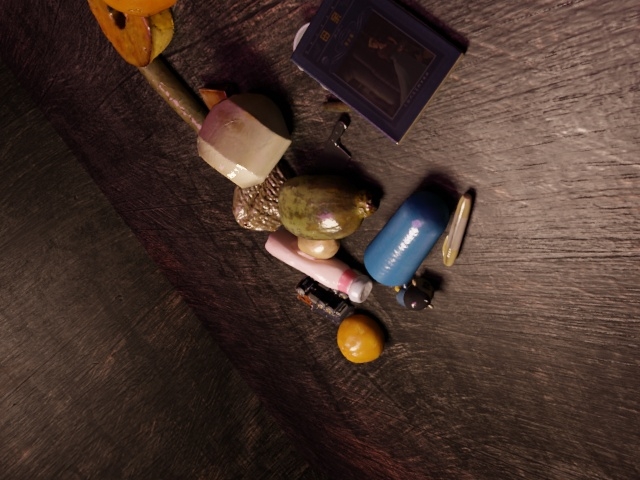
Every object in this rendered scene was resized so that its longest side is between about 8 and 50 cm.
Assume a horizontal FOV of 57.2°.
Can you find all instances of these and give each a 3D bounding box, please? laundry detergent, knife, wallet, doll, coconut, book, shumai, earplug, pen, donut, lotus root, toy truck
[{"bbox_3d":[-0.002,0.071,1.715,0.335,0.159,0.088,29,104,29],"label":"laundry detergent"},{"bbox_3d":[0.040,-0.211,1.402,0.072,0.019,0.245,41,155,5],"label":"knife"},{"bbox_3d":[-0.247,-0.342,1.623,0.161,0.042,0.196,20,144,51],"label":"wallet"},{"bbox_3d":[0.243,0.137,1.500,0.102,0.088,0.179,53,176,-9],"label":"doll"},{"bbox_3d":[-0.187,-0.260,1.463,0.241,0.241,0.241,35,151,23],"label":"coconut"},{"bbox_3d":[0.092,-0.326,1.040,0.269,0.025,0.191,41,114,12],"label":"book"},{"bbox_3d":[-0.168,-0.128,1.656,0.166,0.206,0.175,19,178,-16],"label":"shumai"},{"bbox_3d":[0.200,-0.012,1.316,0.132,0.132,0.273,43,149,10],"label":"earplug"},{"bbox_3d":[0.293,-0.022,1.266,0.234,0.032,0.040,90,155,-51],"label":"pen"},{"bbox_3d":[-0.503,-0.614,1.560,0.303,0.110,0.303,37,151,25],"label":"donut"},{"bbox_3d":[0.010,-0.090,1.469,0.309,0.173,0.173,0,127,46],"label":"lotus root"},{"bbox_3d":[0.011,0.191,1.901,0.192,0.083,0.092,30,153,29],"label":"toy truck"}]

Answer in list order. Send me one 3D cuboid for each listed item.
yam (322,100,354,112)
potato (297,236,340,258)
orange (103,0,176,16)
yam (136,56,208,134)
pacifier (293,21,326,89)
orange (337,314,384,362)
[{"bbox_3d":[0.087,-0.282,1.229,0.234,0.029,0.027,14,165,45],"label":"yam"},{"bbox_3d":[-0.001,-0.002,1.644,0.147,0.112,0.112,22,144,55],"label":"potato"},{"bbox_3d":[-0.397,-0.607,1.259,0.246,0.246,0.246,35,151,23],"label":"orange"},{"bbox_3d":[-0.430,-0.437,1.724,0.371,0.083,0.083,48,153,-1],"label":"yam"},{"bbox_3d":[-0.001,-0.364,1.153,0.150,0.116,0.127,49,129,6],"label":"pacifier"},{"bbox_3d":[0.124,0.311,1.838,0.159,0.136,0.159,35,147,26],"label":"orange"}]
